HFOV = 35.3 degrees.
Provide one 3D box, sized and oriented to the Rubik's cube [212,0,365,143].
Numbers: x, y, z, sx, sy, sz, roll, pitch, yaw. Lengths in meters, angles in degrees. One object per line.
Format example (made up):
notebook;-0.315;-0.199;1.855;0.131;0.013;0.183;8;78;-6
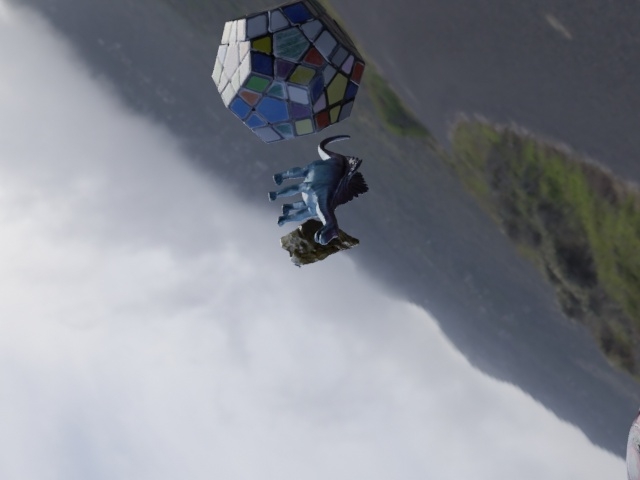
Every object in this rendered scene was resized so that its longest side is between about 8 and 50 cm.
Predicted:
Rubik's cube;-0.024;-0.124;0.730;0.111;0.111;0.093;-104;-1;-72

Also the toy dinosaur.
toy dinosaur;0.000;-0.045;0.866;0.197;0.080;0.045;-80;-24;-60

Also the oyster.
oyster;-0.001;-0.002;1.069;0.051;0.034;0.093;44;-140;21

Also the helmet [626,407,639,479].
helmet;0.382;0.231;1.013;0.253;0.154;0.198;56;-166;-27
